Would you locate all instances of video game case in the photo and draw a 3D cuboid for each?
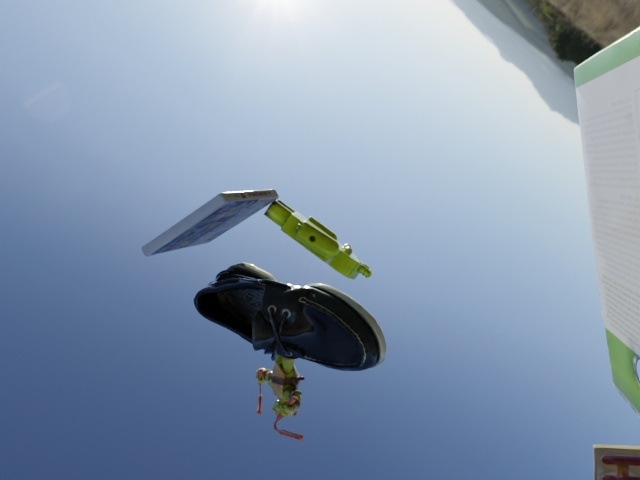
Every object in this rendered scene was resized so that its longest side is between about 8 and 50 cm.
[{"bbox_3d":[-0.198,-0.036,0.840,0.023,0.201,0.183,63,-156,4],"label":"video game case"}]

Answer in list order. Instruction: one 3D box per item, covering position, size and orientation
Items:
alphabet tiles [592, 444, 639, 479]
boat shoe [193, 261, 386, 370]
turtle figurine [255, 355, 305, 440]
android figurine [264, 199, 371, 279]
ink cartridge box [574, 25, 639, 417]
[{"bbox_3d":[0.445,0.368,0.519,0.011,0.342,0.285,-38,-59,-69],"label":"alphabet tiles"},{"bbox_3d":[-0.067,0.117,0.665,0.340,0.127,0.113,21,-150,39],"label":"boat shoe"},{"bbox_3d":[-0.074,0.285,0.959,0.087,0.217,0.269,0,-178,-21],"label":"turtle figurine"},{"bbox_3d":[0.000,0.000,1.035,0.272,0.056,0.248,35,-175,0],"label":"android figurine"},{"bbox_3d":[0.236,0.001,0.258,0.189,0.097,0.255,-37,-62,-76],"label":"ink cartridge box"}]
